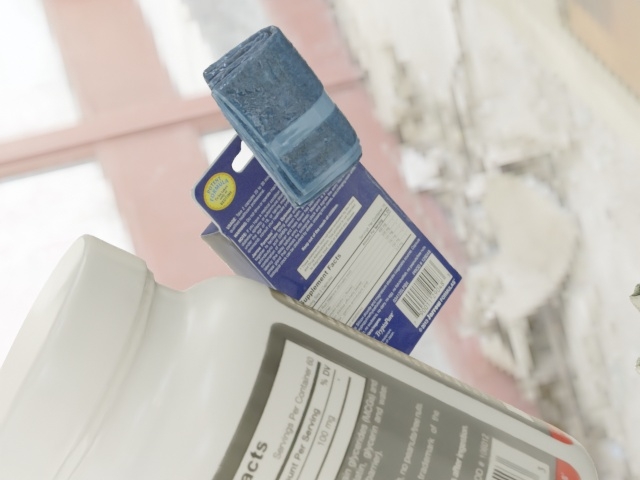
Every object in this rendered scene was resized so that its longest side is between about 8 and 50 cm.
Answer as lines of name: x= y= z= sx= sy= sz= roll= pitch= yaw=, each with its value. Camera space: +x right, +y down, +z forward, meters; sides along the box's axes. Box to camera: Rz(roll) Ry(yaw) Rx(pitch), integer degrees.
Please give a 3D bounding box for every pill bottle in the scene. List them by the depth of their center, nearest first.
pill bottle: x=-0.025 y=0.148 z=1.248 sx=0.210 sy=0.363 sz=0.210 roll=-58 pitch=13 yaw=22

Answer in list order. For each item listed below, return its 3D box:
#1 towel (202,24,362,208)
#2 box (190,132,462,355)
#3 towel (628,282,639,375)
towel: x=-0.023 y=-0.083 z=1.322 sx=0.119 sy=0.067 sz=0.029 roll=53 pitch=177 yaw=-30
box: x=0.000 y=0.000 z=1.518 sx=0.225 sy=0.136 sz=0.036 roll=49 pitch=149 yaw=-20
towel: x=0.398 y=0.126 z=1.384 sx=0.312 sy=0.056 sz=0.324 roll=-25 pitch=102 yaw=48
